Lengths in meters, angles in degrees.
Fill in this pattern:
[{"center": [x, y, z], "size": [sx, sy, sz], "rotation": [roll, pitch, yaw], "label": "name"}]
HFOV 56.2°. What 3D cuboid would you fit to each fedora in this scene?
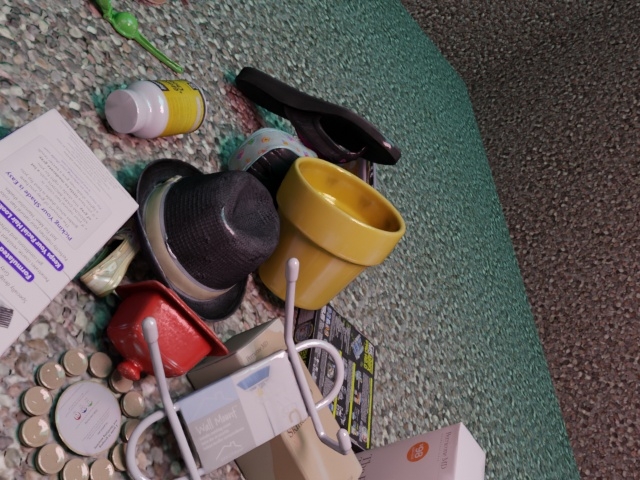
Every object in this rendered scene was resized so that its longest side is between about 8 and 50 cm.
[{"center": [-0.164, -0.024, 1.031], "size": [0.334, 0.152, 0.334], "rotation": [55, 23, -37], "label": "fedora"}]

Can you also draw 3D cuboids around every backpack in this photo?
[{"center": [-0.101, -0.155, 1.283], "size": [0.188, 0.166, 0.144], "rotation": [22, 34, -52], "label": "backpack"}]

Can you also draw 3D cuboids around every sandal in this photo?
[{"center": [-0.021, -0.254, 1.371], "size": [0.446, 0.107, 0.167], "rotation": [29, -9, 21], "label": "sandal"}]

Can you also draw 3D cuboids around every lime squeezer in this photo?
[{"center": [-0.369, -0.451, 1.162], "size": [0.310, 0.110, 0.059], "rotation": [76, -7, -50], "label": "lime squeezer"}]

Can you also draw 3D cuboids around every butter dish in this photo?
[{"center": [-0.243, 0.147, 0.860], "size": [0.160, 0.160, 0.118], "rotation": [51, 55, -23], "label": "butter dish"}]

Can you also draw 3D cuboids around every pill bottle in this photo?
[{"center": [-0.298, -0.240, 1.093], "size": [0.103, 0.103, 0.184], "rotation": [63, 29, -2], "label": "pill bottle"}]

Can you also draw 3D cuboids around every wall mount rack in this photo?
[{"center": [-0.102, 0.201, 0.825], "size": [0.350, 0.130, 0.304], "rotation": [-22, 99, -27], "label": "wall mount rack"}]

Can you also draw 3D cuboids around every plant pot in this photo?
[{"center": [0.000, 0.000, 1.195], "size": [0.254, 0.239, 0.254], "rotation": [29, 22, -13], "label": "plant pot"}]

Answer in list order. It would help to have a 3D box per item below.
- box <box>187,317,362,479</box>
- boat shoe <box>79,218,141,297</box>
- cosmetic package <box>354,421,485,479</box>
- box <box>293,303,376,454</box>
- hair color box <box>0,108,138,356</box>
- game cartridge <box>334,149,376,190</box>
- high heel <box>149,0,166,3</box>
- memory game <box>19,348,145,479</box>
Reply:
[{"center": [-0.071, 0.306, 1.003], "size": [0.311, 0.121, 0.148], "rotation": [61, 30, -5], "label": "box"}, {"center": [-0.315, 0.016, 0.915], "size": [0.048, 0.056, 0.153], "rotation": [50, 39, -32], "label": "boat shoe"}, {"center": [0.116, 0.499, 0.985], "size": [0.097, 0.284, 0.377], "rotation": [55, 30, -16], "label": "cosmetic package"}, {"center": [0.027, 0.282, 1.244], "size": [0.216, 0.060, 0.270], "rotation": [45, 34, -30], "label": "box"}, {"center": [-0.396, -0.008, 0.752], "size": [0.185, 0.110, 0.339], "rotation": [53, 29, -20], "label": "hair color box"}, {"center": [0.044, -0.108, 1.435], "size": [0.062, 0.198, 0.297], "rotation": [45, 31, -32], "label": "game cartridge"}, {"center": [-0.375, -0.615, 1.307], "size": [0.186, 0.093, 0.261], "rotation": [52, 32, 3], "label": "high heel"}, {"center": [-0.308, 0.234, 0.794], "size": [0.186, 0.012, 0.186], "rotation": [39, 37, -37], "label": "memory game"}]
